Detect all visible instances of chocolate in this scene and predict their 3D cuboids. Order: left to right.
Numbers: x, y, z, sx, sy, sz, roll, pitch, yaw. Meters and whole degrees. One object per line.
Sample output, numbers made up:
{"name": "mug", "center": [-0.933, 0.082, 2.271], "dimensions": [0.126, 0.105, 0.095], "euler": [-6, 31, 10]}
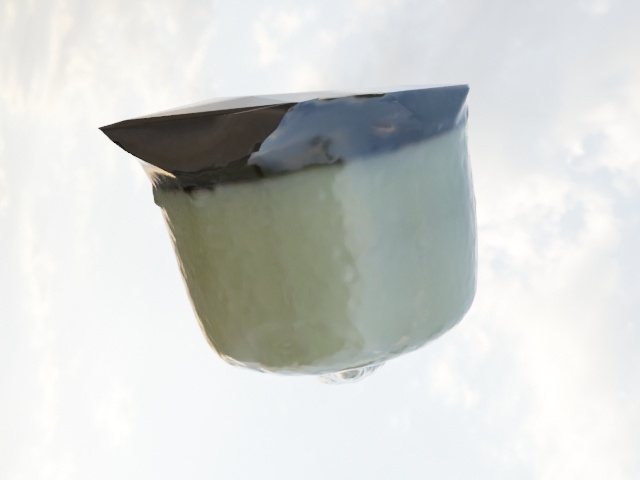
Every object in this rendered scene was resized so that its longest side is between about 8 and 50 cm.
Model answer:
{"name": "chocolate", "center": [0.000, 0.000, 1.028], "dimensions": [0.314, 0.326, 0.297], "euler": [-4, -87, 35]}
